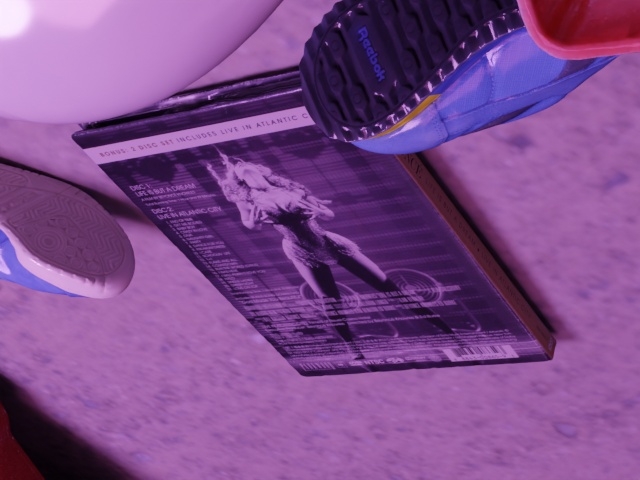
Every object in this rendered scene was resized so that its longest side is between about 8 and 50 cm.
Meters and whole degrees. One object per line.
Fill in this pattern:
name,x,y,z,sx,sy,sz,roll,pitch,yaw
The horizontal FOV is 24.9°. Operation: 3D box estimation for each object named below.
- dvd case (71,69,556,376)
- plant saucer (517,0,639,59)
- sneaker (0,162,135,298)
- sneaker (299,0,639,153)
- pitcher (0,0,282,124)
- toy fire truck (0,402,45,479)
dvd case,0.000,0.000,0.737,0.164,0.018,0.221,-7,139,36
plant saucer,0.144,-0.175,0.355,0.258,0.048,0.259,-3,130,30
sneaker,-0.174,0.004,0.789,0.152,0.058,0.084,23,141,2
sneaker,0.090,-0.092,0.534,0.209,0.069,0.082,-26,163,35
pitcher,-0.067,-0.140,0.496,0.207,0.125,0.178,-20,111,30
toy fire truck,-0.292,0.216,1.092,0.302,0.169,0.254,-19,107,42
